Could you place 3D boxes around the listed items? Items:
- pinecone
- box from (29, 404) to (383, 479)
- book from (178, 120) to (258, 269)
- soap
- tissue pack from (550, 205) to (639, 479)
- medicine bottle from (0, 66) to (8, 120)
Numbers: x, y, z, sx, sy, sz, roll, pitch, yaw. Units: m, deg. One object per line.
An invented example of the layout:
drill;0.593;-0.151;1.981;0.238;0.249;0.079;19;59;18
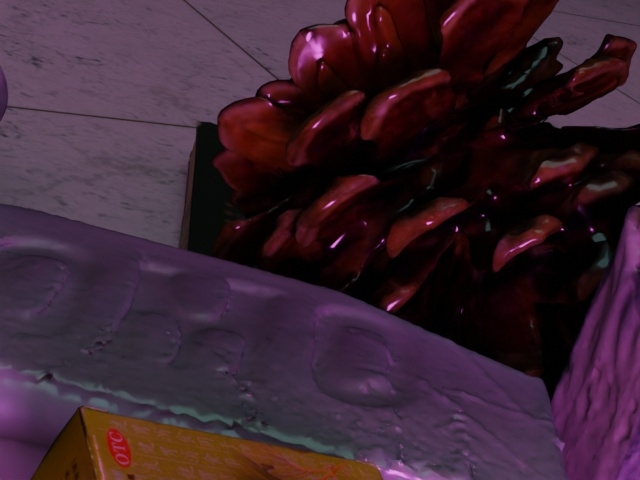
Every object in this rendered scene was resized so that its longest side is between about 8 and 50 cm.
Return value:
pinecone;0.125;0.002;1.254;0.384;0.384;0.384;15;20;-5
box;-0.019;0.198;0.762;0.175;0.062;0.260;16;35;-33
book;0.000;0.000;1.584;0.260;0.043;0.371;16;21;-8
soap;-0.093;0.112;1.035;0.446;0.156;0.261;15;20;-3
tissue pack;0.335;0.142;1.096;0.394;0.288;0.124;9;23;-20
medicine bottle;-0.344;-0.065;1.380;0.108;0.108;0.426;15;20;-3
